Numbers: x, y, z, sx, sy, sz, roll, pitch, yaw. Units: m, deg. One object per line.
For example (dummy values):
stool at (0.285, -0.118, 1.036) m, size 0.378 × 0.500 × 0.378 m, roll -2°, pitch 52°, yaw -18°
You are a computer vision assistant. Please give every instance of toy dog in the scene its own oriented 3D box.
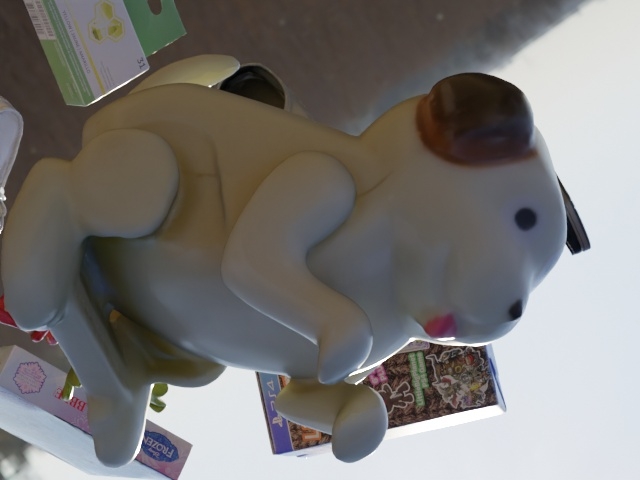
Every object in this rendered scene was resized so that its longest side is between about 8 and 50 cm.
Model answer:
toy dog at (0.000, 0.000, 1.226) m, size 0.408 × 0.284 × 0.395 m, roll -4°, pitch -140°, yaw 11°

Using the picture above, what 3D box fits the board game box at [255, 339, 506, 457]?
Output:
board game box at (0.083, 0.185, 1.920) m, size 0.291 × 0.141 × 0.232 m, roll -14°, pitch 169°, yaw 7°

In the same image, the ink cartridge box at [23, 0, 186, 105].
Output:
ink cartridge box at (-0.280, -0.310, 2.009) m, size 0.056 × 0.171 × 0.235 m, roll 8°, pitch -145°, yaw 47°

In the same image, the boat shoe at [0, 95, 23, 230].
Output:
boat shoe at (-0.399, -0.034, 1.665) m, size 0.098 × 0.096 × 0.277 m, roll 41°, pitch 69°, yaw -54°

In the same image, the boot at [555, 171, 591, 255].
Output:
boot at (0.219, -0.049, 1.877) m, size 0.179 × 0.236 × 0.085 m, roll -34°, pitch -179°, yaw 8°

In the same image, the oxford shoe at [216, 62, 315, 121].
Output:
oxford shoe at (-0.030, -0.097, 2.190) m, size 0.169 × 0.449 × 0.130 m, roll -35°, pitch 155°, yaw -4°

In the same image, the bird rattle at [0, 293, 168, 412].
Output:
bird rattle at (-0.232, 0.067, 1.612) m, size 0.207 × 0.143 × 0.253 m, roll -51°, pitch -135°, yaw 10°

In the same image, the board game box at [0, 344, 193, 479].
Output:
board game box at (-0.400, 0.265, 2.218) m, size 0.319 × 0.318 × 0.065 m, roll -12°, pitch -131°, yaw 57°
